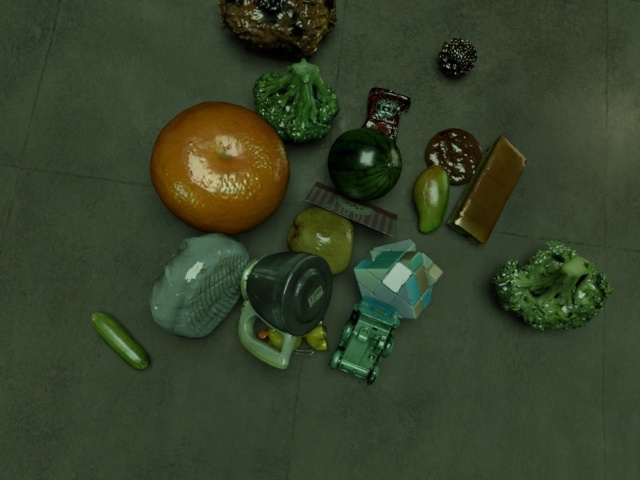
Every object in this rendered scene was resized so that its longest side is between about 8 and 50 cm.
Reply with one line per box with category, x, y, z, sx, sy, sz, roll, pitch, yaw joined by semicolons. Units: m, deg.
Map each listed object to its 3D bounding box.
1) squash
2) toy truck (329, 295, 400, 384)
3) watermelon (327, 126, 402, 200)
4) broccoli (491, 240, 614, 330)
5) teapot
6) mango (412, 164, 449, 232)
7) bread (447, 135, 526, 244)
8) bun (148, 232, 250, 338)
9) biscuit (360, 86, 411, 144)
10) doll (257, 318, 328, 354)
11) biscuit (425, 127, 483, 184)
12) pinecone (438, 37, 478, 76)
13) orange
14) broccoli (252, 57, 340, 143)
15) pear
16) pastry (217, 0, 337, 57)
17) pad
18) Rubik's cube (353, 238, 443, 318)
squash;-0.619;0.309;1.791;0.239;0.069;0.069;45;78;5
toy truck;0.136;0.305;1.758;0.155;0.279;0.156;21;43;4
watermelon;0.143;-0.247;1.885;0.242;0.242;0.242;1;78;-5
broccoli;0.734;0.121;1.850;0.375;0.302;0.249;8;39;2
teapot;-0.114;0.179;1.729;0.239;0.239;0.321;12;113;35
mango;0.369;-0.140;1.953;0.125;0.111;0.232;12;89;10
bread;0.573;-0.171;1.979;0.138;0.077;0.361;33;77;-12
bun;-0.362;0.120;1.723;0.194;0.354;0.354;31;77;19
biscuit;0.218;-0.420;2.020;0.151;0.063;0.235;18;74;-1
doll;-0.088;0.298;1.821;0.221;0.135;0.143;-9;47;-1
biscuit;0.471;-0.295;2.029;0.212;0.036;0.212;1;79;-6
pinecone;0.483;-0.646;2.063;0.140;0.121;0.140;1;75;-5
orange;-0.308;-0.215;1.799;0.424;0.326;0.424;4;76;-18
broccoli;-0.081;-0.461;1.908;0.308;0.275;0.307;3;51;-4
pear;0.000;0.000;1.837;0.211;0.188;0.228;13;44;-7
pastry;-0.159;-0.790;1.958;0.405;0.292;0.337;38;88;-6
pad;0.108;-0.107;1.894;0.300;0.202;0.005;23;115;1
Rubik's cube;0.240;0.125;1.836;0.213;0.265;0.224;-41;121;-47
